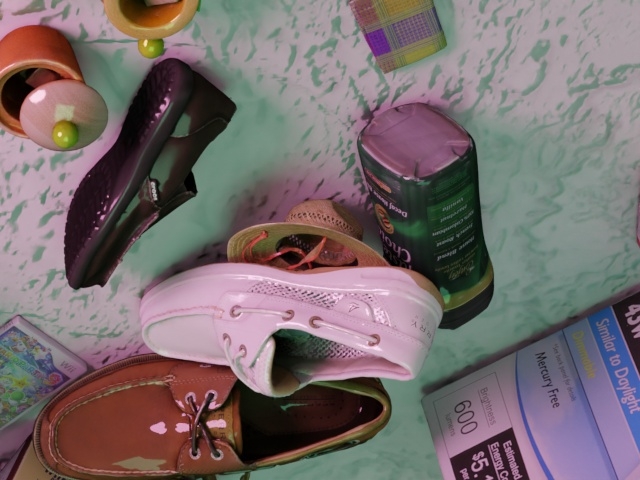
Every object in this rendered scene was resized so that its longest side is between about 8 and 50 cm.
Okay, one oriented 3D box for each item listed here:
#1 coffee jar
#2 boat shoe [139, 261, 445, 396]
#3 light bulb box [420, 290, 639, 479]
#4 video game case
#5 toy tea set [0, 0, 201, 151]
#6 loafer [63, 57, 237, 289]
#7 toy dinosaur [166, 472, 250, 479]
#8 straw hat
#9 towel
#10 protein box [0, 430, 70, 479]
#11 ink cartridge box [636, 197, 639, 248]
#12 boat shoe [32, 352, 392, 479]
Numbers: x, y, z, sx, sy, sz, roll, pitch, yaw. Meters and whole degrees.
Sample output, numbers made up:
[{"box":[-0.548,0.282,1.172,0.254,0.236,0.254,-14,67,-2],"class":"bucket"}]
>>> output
[{"box":[0.088,-0.016,1.486,0.079,0.096,0.184,-32,135,-19],"class":"coffee jar"},{"box":[-0.038,0.080,1.492,0.277,0.096,0.098,-5,142,29],"class":"boat shoe"},{"box":[0.326,0.244,1.598,0.361,0.358,0.225,-28,133,12],"class":"light bulb box"},{"box":[-0.277,0.121,1.592,0.122,0.011,0.087,-35,129,18],"class":"video game case"},{"box":[-0.167,-0.195,1.251,0.200,0.124,0.336,-9,133,-4],"class":"toy tea set"},{"box":[-0.134,-0.039,1.430,0.078,0.080,0.220,19,125,-26],"class":"loafer"},{"box":[-0.129,0.226,1.700,0.112,0.064,0.211,18,138,14],"class":"toy dinosaur"},{"box":[0.000,0.000,1.503,0.145,0.061,0.144,11,147,7],"class":"straw hat"},{"box":[0.060,-0.169,1.403,0.060,0.009,0.083,-22,133,7],"class":"towel"},{"box":[-0.227,0.309,1.607,0.200,0.201,0.136,36,120,-11],"class":"protein box"},{"box":[0.392,0.000,1.526,0.218,0.158,0.092,-9,132,-5],"class":"ink cartridge box"},{"box":[-0.091,0.147,1.569,0.307,0.104,0.110,-9,93,-15],"class":"boat shoe"}]
